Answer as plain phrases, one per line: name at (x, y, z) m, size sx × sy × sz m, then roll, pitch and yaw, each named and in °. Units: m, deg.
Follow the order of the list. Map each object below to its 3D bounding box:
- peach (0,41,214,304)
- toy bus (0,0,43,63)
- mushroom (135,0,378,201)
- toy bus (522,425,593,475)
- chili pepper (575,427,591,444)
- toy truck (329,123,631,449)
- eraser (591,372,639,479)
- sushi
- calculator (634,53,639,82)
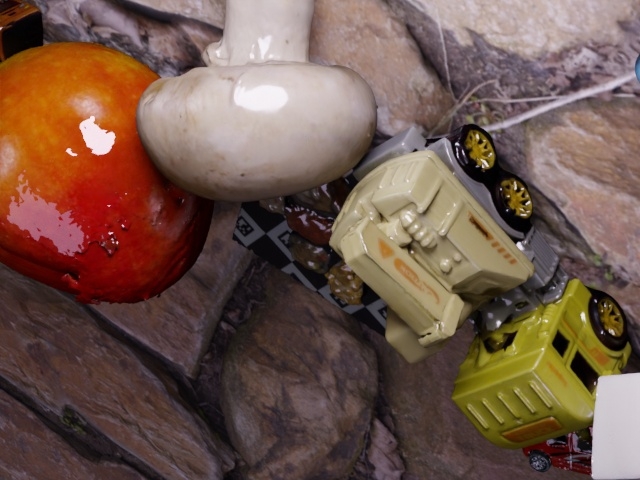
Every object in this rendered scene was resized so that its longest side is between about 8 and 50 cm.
peach at (-0.316, -0.082, 1.520) m, size 0.370 × 0.370 × 0.370 m, roll 21°, pitch 136°, yaw 22°
toy bus at (-0.476, -0.190, 1.750) m, size 0.092 × 0.093 × 0.408 m, roll 34°, pitch 139°, yaw 20°
mushroom at (-0.079, -0.191, 1.329) m, size 0.292 × 0.292 × 0.290 m, roll -2°, pitch 94°, yaw 40°
toy bus at (0.364, 0.265, 1.504) m, size 0.195 × 0.081 × 0.089 m, roll 8°, pitch 120°, yaw 34°
chili pepper at (0.291, 0.199, 1.504) m, size 0.208 × 0.049 × 0.043 m, roll 31°, pitch 116°, yaw 39°
toy truck at (0.184, 0.064, 1.341) m, size 0.181 × 0.254 × 0.405 m, roll -27°, pitch 109°, yaw 44°
eraser at (0.424, 0.253, 1.312) m, size 0.081 × 0.124 × 0.279 m, roll -12°, pitch 150°, yaw 44°
sushi at (0.000, 0.000, 1.569) m, size 0.294 × 0.059 × 0.292 m, roll 30°, pitch 139°, yaw 13°
calculator at (0.419, -0.203, 1.062) m, size 0.173 × 0.051 × 0.293 m, roll 33°, pitch 140°, yaw 9°
